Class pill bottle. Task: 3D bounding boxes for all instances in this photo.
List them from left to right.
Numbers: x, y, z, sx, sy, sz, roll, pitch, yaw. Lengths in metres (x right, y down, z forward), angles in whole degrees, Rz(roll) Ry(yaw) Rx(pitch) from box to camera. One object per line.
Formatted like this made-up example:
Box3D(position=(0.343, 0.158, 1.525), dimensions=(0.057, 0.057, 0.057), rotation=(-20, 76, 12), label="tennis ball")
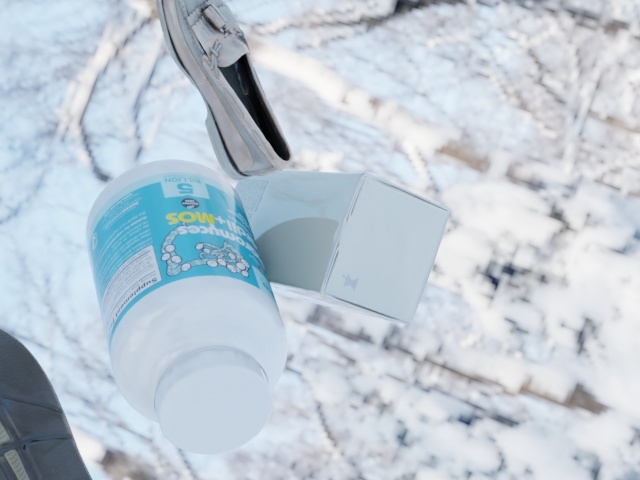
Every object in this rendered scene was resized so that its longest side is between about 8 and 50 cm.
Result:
Box3D(position=(-0.111, 0.057, 1.354), dimensions=(0.264, 0.146, 0.146), rotation=(-112, 22, -50), label="pill bottle")

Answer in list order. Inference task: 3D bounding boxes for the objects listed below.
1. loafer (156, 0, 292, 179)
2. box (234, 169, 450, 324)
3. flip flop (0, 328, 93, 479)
Box3D(position=(-0.049, -0.093, 0.877), dimensions=(0.045, 0.039, 0.125), rotation=(-44, -59, -45), label="loafer")
Box3D(position=(0.000, 0.000, 1.448), dimensions=(0.275, 0.094, 0.113), rotation=(12, 81, 66), label="box")
Box3D(position=(-0.143, 0.161, 0.733), dimensions=(0.112, 0.277, 0.080), rotation=(-11, -35, -27), label="flip flop")
